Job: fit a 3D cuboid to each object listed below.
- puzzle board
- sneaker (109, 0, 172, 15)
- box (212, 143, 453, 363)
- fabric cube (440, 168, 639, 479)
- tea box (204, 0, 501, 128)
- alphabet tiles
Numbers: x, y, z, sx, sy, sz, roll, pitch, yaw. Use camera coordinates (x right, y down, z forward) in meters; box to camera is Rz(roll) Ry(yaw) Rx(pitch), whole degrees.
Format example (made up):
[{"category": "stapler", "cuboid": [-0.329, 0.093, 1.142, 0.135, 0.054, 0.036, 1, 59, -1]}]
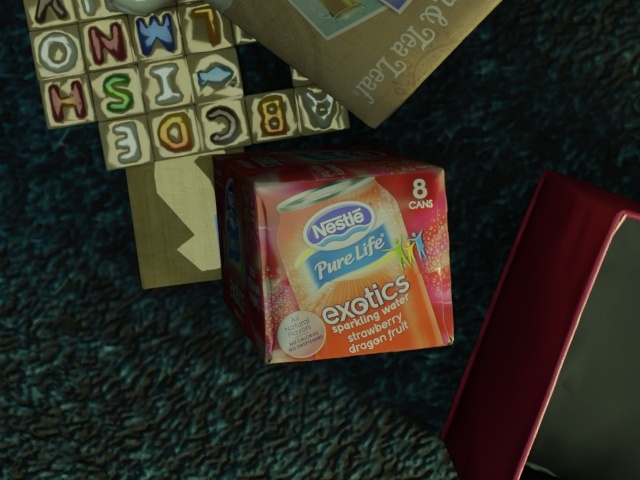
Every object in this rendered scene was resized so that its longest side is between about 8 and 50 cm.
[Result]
[{"category": "puzzle board", "cuboid": [-0.105, -0.029, 1.118, 0.096, 0.011, 0.128, -7, 100, -2]}, {"category": "sneaker", "cuboid": [-0.111, -0.280, 1.019, 0.090, 0.115, 0.232, 19, 93, -2]}, {"category": "box", "cuboid": [0.000, 0.000, 0.996, 0.128, 0.257, 0.122, -5, 98, -9]}, {"category": "fabric cube", "cuboid": [0.262, 0.115, 1.029, 0.259, 0.258, 0.254, 18, 97, -4]}, {"category": "tea box", "cuboid": [0.088, -0.304, 0.863, 0.220, 0.329, 0.323, 36, 57, -7]}, {"category": "alphabet tiles", "cuboid": [-0.109, -0.165, 1.091, 0.237, 0.009, 0.198, -10, 95, -1]}]
